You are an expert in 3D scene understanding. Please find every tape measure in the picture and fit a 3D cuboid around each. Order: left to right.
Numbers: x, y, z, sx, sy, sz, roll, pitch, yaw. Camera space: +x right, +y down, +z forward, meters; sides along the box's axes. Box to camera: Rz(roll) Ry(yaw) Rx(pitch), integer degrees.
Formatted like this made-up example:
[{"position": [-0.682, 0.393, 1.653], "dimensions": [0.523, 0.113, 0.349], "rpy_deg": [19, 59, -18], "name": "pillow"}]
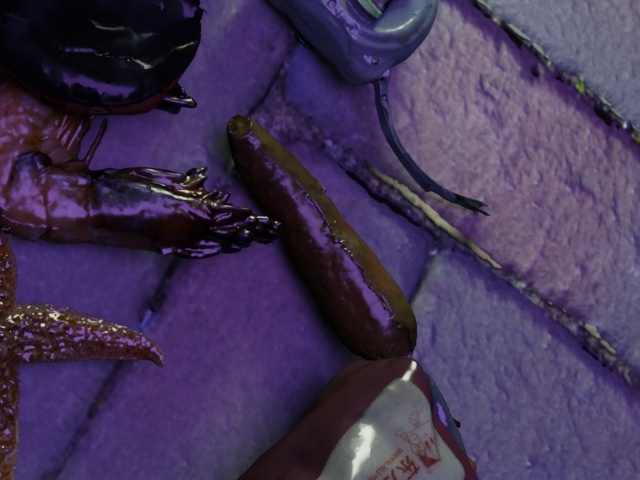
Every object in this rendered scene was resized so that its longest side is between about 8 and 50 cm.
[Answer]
[{"position": [0.090, -0.169, 1.793], "dimensions": [0.330, 0.084, 0.164], "rpy_deg": [45, 69, -14], "name": "tape measure"}]

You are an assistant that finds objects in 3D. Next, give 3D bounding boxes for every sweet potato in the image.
[{"position": [0.000, 0.000, 1.729], "dimensions": [0.075, 0.075, 0.273], "rpy_deg": [-37, 97, -27], "name": "sweet potato"}]

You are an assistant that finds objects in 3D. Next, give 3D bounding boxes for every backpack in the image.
[{"position": [0.050, 0.293, 1.647], "dimensions": [0.283, 0.197, 0.317], "rpy_deg": [-40, 108, -27], "name": "backpack"}]

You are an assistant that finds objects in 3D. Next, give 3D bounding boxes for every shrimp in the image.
[{"position": [-0.166, -0.074, 1.657], "dimensions": [0.289, 0.075, 0.178], "rpy_deg": [7, 77, -14], "name": "shrimp"}]

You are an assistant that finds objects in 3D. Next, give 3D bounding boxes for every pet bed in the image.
[{"position": [-0.195, -0.192, 1.632], "dimensions": [0.201, 0.053, 0.201], "rpy_deg": [6, 64, -13], "name": "pet bed"}]

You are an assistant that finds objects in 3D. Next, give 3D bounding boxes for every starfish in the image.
[{"position": [-0.276, 0.105, 1.579], "dimensions": [0.295, 0.048, 0.231], "rpy_deg": [19, 74, -22], "name": "starfish"}]
